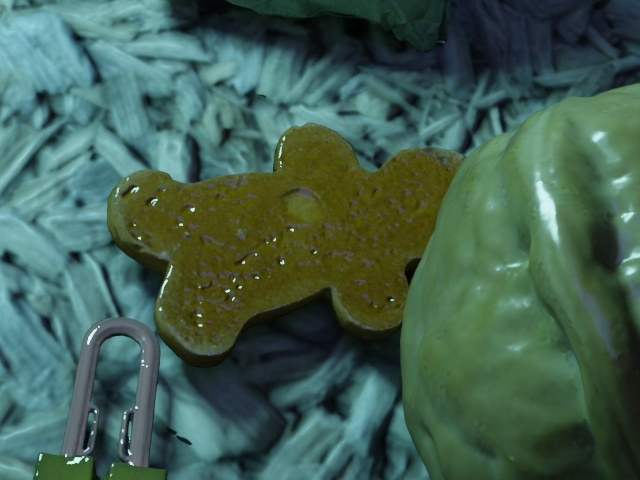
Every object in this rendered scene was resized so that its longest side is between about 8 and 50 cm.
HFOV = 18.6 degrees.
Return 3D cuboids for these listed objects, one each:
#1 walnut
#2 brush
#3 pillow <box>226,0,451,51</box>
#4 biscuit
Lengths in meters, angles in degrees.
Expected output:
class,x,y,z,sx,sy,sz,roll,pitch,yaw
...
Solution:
class,x,y,z,sx,sy,sz,roll,pitch,yaw
walnut,0.232,0.072,1.458,0.381,0.381,0.381,4,59,-6
brush,-0.165,0.163,1.503,0.103,0.047,0.233,8,57,-4
pillow,0.014,-0.335,1.709,0.283,0.310,0.138,15,19,-6
biscuit,-0.001,0.001,1.621,0.324,0.049,0.205,-18,65,-17
